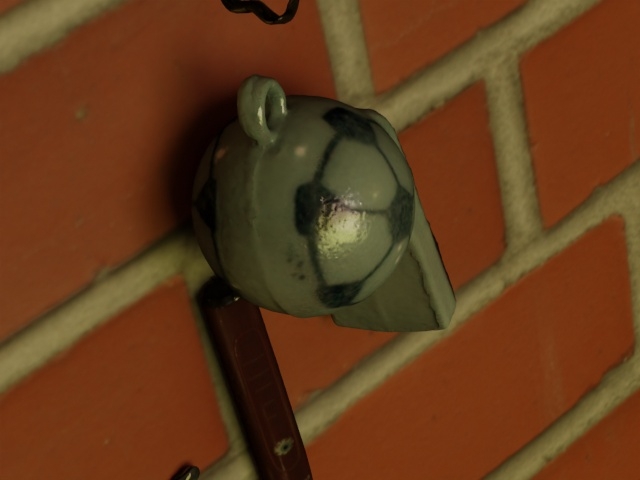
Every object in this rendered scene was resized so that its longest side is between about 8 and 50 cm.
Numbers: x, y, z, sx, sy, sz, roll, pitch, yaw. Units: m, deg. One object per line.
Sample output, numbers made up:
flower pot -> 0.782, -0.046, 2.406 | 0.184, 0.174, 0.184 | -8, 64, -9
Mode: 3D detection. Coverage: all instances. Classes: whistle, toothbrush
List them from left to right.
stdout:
toothbrush -> -0.029, 0.170, 1.391 | 0.041, 0.041, 0.364 | -37, 132, -25
whistle -> 0.000, 0.000, 1.246 | 0.163, 0.163, 0.289 | -42, 134, -20

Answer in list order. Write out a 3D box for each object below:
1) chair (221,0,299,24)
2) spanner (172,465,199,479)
chair -> -0.180, -0.178, 0.847 | 0.170, 0.326, 0.159 | -32, 130, -30
spanner -> -0.171, 0.244, 1.308 | 0.254, 0.015, 0.054 | -35, 130, -27
